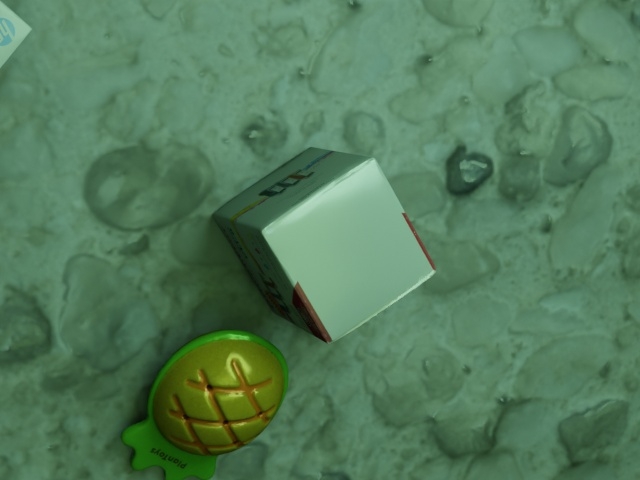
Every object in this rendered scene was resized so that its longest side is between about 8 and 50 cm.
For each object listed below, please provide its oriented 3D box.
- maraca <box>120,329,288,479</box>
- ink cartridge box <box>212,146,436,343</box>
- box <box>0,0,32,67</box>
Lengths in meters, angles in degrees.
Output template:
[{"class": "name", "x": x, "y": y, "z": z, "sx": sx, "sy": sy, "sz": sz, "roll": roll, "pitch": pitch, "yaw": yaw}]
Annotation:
[{"class": "maraca", "x": -0.109, "y": 0.161, "z": 1.465, "sx": 0.127, "sy": 0.099, "sz": 0.185, "roll": 31, "pitch": 109, "yaw": -24}, {"class": "ink cartridge box", "x": 0.000, "y": 0.000, "z": 1.444, "sx": 0.127, "sy": 0.176, "sz": 0.128, "roll": -34, "pitch": 105, "yaw": -11}, {"class": "box", "x": -0.369, "y": -0.190, "z": 1.333, "sx": 0.186, "sy": 0.038, "sz": 0.145, "roll": 42, "pitch": 80, "yaw": -28}]
